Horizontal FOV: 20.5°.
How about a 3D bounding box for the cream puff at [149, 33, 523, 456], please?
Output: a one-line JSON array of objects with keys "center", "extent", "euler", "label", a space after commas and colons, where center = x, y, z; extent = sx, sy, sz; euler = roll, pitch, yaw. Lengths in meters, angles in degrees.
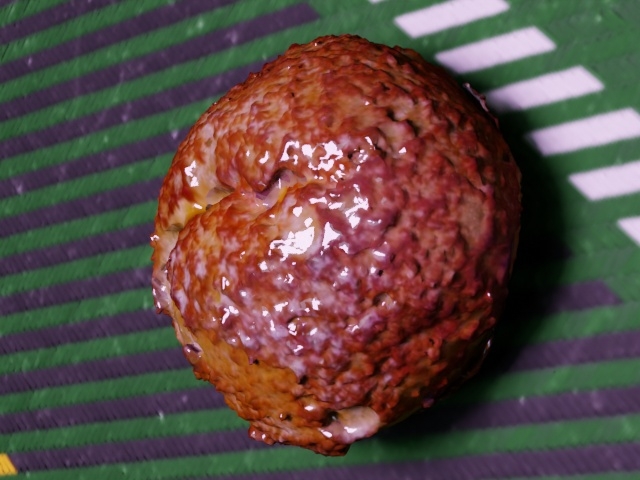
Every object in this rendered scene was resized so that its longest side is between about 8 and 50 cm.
[{"center": [-0.001, 0.000, 1.002], "extent": [0.240, 0.164, 0.240], "euler": [3, 95, 45], "label": "cream puff"}]
